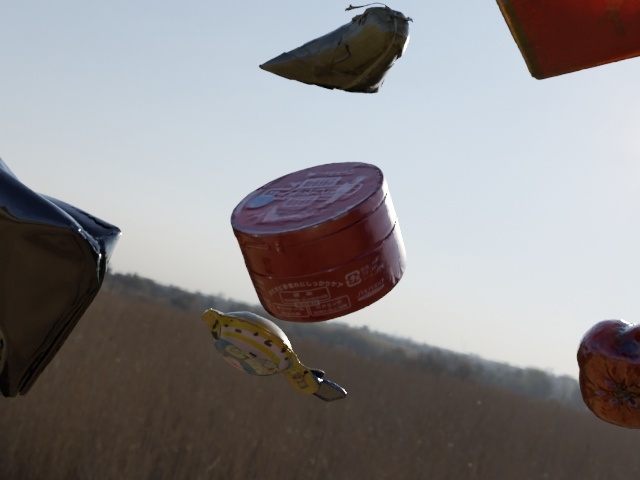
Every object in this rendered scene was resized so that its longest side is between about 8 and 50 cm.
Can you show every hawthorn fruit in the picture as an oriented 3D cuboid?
[{"bbox_3d":[0.239,0.095,0.633,0.093,0.093,0.093,15,-7,2],"label":"hawthorn fruit"}]

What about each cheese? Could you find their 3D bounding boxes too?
[{"bbox_3d":[-0.071,0.177,1.264,0.250,0.064,0.156,33,-29,-13],"label":"cheese"}]

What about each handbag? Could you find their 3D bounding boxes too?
[{"bbox_3d":[-0.462,0.047,1.209,0.342,0.288,0.152,29,7,26],"label":"handbag"}]

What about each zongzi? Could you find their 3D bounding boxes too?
[{"bbox_3d":[0.013,-0.174,0.754,0.119,0.055,0.109,2,-19,-16],"label":"zongzi"}]

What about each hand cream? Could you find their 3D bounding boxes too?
[{"bbox_3d":[0.000,0.000,1.151,0.230,0.149,0.230,-15,22,6],"label":"hand cream"}]

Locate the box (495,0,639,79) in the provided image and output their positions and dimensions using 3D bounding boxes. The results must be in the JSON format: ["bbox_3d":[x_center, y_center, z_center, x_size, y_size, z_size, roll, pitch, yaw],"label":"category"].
[{"bbox_3d":[0.241,-0.267,0.576,0.197,0.313,0.089,-10,-42,32],"label":"box"}]
